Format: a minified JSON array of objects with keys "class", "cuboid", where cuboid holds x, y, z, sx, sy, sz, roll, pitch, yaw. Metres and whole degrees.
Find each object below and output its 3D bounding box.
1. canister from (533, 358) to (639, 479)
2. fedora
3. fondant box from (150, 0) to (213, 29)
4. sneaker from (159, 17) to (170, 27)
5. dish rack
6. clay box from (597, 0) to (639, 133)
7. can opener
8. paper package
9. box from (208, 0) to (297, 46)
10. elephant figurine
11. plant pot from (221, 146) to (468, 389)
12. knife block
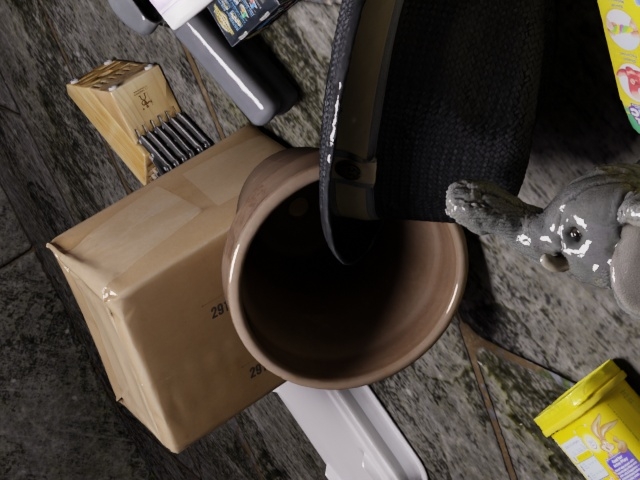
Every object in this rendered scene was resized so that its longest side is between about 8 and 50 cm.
[{"class":"canister","cuboid":[0.303,0.213,1.236,0.170,0.073,0.126,51,158,10]},{"class":"fedora","cuboid":[0.106,-0.127,1.015,0.152,0.334,0.334,13,145,10]},{"class":"fondant box","cuboid":[-0.074,-0.352,0.983,0.330,0.096,0.238,-30,104,42]},{"class":"sneaker","cuboid":[-0.237,-0.373,1.568,0.237,0.085,0.086,56,-175,-7]},{"class":"dish rack","cuboid":[0.013,0.267,1.934,0.333,0.072,0.285,54,158,2]},{"class":"clay box","cuboid":[0.248,-0.165,0.847,0.127,0.053,0.222,25,144,53]},{"class":"can opener","cuboid":[-0.152,-0.242,1.500,0.283,0.076,0.095,49,131,4]},{"class":"paper package","cuboid":[-0.137,0.063,1.612,0.168,0.324,0.310,35,150,42]},{"class":"box","cuboid":[-0.110,-0.336,1.369,0.220,0.051,0.175,58,159,-5]},{"class":"elephant figurine","cuboid":[0.246,0.005,0.911,0.239,0.186,0.169,50,175,-15]},{"class":"plant pot","cuboid":[0.000,0.000,1.387,0.263,0.263,0.229,68,172,-27]},{"class":"knife block","cuboid":[-0.255,-0.145,1.895,0.275,0.088,0.242,18,136,57]}]
